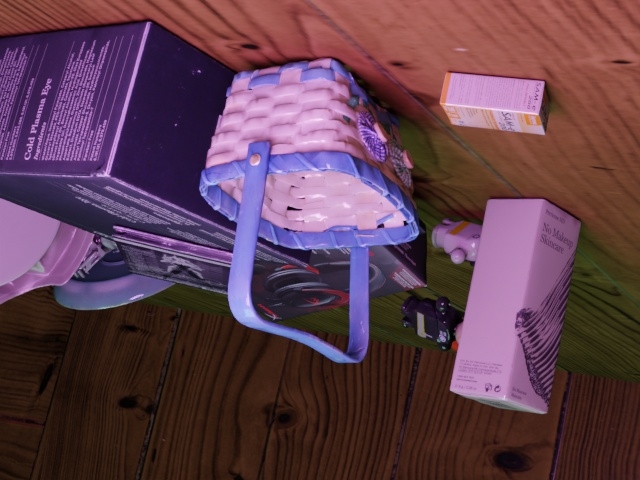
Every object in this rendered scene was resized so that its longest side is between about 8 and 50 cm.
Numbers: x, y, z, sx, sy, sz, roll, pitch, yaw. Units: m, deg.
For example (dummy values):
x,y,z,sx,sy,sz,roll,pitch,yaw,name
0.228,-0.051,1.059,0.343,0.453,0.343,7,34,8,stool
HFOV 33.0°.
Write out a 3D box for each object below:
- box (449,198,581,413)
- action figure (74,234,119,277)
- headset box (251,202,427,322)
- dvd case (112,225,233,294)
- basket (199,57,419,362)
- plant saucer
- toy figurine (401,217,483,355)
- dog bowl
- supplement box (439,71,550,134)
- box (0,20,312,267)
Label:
x,y,z,sx,sy,sz,roll,pitch,yaw,name
0.266,0.087,1.459,0.094,0.275,0.113,2,165,44,box
-0.427,-0.021,2.065,0.285,0.185,0.099,22,147,54,action figure
0.000,0.000,1.519,0.293,0.110,0.218,-15,146,27,headset box
-0.180,0.031,1.416,0.165,0.018,0.221,13,166,-1,dvd case
-0.011,-0.030,1.140,0.201,0.288,0.255,-1,164,27,basket
-0.378,0.036,2.121,0.318,0.317,0.043,5,122,37,plant saucer
0.246,0.081,1.627,0.148,0.209,0.213,19,174,36,toy figurine
-0.488,-0.057,1.499,0.349,0.348,0.102,21,178,-37,dog bowl
0.174,-0.135,1.068,0.099,0.036,0.062,9,169,20,supplement box
-0.213,-0.105,1.305,0.313,0.178,0.343,3,165,38,box
